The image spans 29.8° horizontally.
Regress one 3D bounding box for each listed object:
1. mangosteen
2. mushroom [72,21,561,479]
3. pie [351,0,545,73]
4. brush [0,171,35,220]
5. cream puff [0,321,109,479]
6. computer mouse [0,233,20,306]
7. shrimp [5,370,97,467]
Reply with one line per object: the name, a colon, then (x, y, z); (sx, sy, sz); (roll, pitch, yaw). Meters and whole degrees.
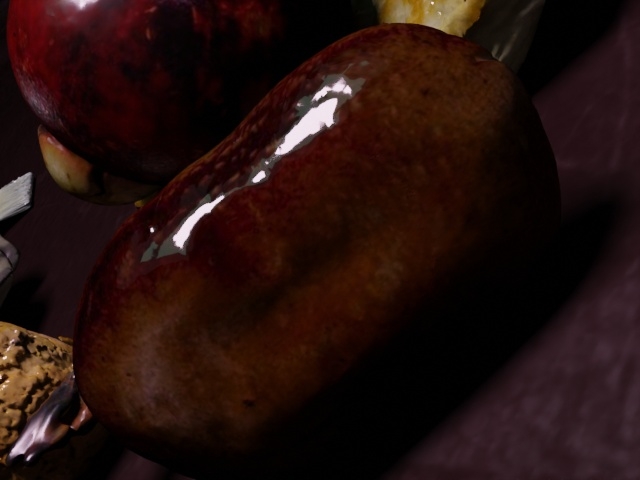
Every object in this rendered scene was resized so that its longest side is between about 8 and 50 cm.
mangosteen: (-0.074, -0.094, 0.638); (0.200, 0.200, 0.200); (-37, 27, 23)
mushroom: (0.000, 0.000, 0.566); (0.227, 0.148, 0.217); (-34, 9, 9)
pie: (0.067, -0.162, 0.684); (0.201, 0.090, 0.248); (-52, 27, 28)
brush: (-0.383, -0.008, 1.219); (0.205, 0.011, 0.083); (-26, 27, 1)
cream puff: (-0.180, 0.101, 0.695); (0.133, 0.119, 0.104); (-34, 48, 53)
computer mouse: (-0.404, 0.155, 0.955); (0.429, 0.145, 0.228); (-37, 17, -2)
shrimp: (-0.091, 0.052, 0.681); (0.117, 0.066, 0.262); (-40, 8, 49)
